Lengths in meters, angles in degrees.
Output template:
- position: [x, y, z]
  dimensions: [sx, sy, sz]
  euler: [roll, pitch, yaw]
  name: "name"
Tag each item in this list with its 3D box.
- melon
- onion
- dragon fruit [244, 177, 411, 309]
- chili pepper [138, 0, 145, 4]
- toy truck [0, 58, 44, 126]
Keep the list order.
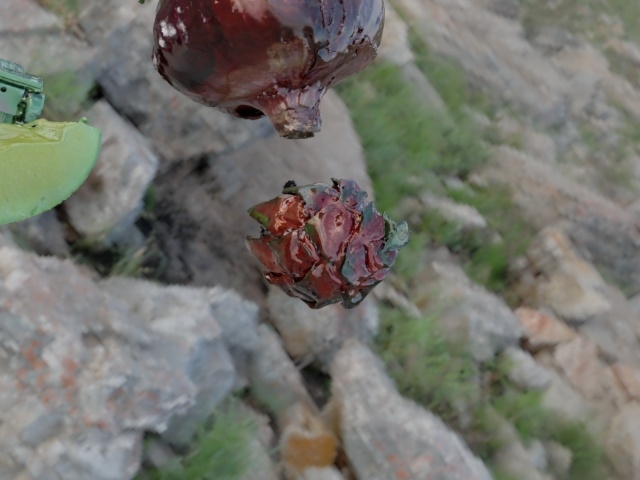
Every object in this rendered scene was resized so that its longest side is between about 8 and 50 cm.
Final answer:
- position: [-0.408, -0.085, 1.636]
  dimensions: [0.323, 0.124, 0.196]
  euler: [-3, 26, -43]
  name: "melon"
- position: [-0.045, -0.207, 1.382]
  dimensions: [0.252, 0.252, 0.219]
  euler: [11, 60, -55]
  name: "onion"
- position: [0.005, 0.002, 1.763]
  dimensions: [0.182, 0.182, 0.188]
  euler: [44, -13, -20]
  name: "dragon fruit"
- position: [-0.221, -0.411, 1.625]
  dimensions: [0.065, 0.122, 0.279]
  euler: [47, 10, -53]
  name: "chili pepper"
- position: [-0.492, -0.153, 1.957]
  dimensions: [0.128, 0.259, 0.135]
  euler: [16, 34, -20]
  name: "toy truck"
